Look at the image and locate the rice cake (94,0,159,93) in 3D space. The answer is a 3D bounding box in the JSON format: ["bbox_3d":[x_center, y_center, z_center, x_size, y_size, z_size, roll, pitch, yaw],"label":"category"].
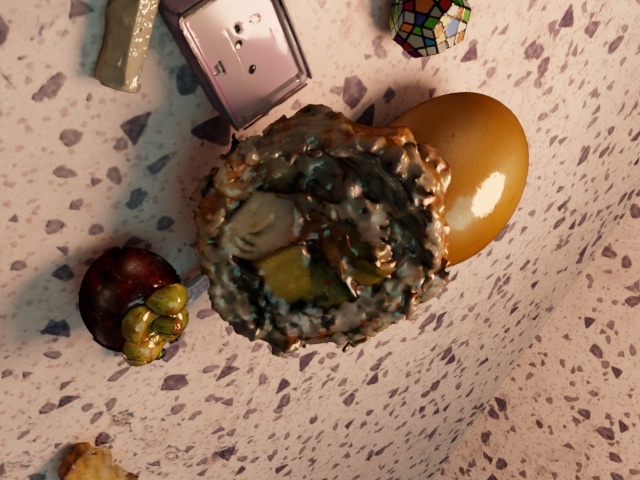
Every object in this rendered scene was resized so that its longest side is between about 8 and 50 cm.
[{"bbox_3d":[-0.212,-0.295,0.672,0.057,0.052,0.256,14,117,-17],"label":"rice cake"}]

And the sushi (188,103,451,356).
[{"bbox_3d":[-0.002,0.004,0.869,0.417,0.176,0.417,1,120,2],"label":"sushi"}]

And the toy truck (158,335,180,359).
[{"bbox_3d":[-0.295,0.154,0.999,0.111,0.076,0.077,-48,126,6],"label":"toy truck"}]

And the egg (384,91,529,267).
[{"bbox_3d":[0.216,-0.107,1.057,0.351,0.282,0.282,-52,143,3],"label":"egg"}]

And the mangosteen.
[{"bbox_3d":[-0.272,0.099,0.872,0.166,0.180,0.166,-28,133,-35],"label":"mangosteen"}]

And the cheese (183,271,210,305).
[{"bbox_3d":[-0.158,0.035,1.020,0.227,0.064,0.137,-38,141,-8],"label":"cheese"}]

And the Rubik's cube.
[{"bbox_3d":[0.172,-0.357,0.924,0.133,0.112,0.133,-25,140,-23],"label":"Rubik's cube"}]

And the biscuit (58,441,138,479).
[{"bbox_3d":[-0.449,0.451,1.135,0.118,0.061,0.183,-33,139,-14],"label":"biscuit"}]

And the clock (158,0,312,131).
[{"bbox_3d":[-0.106,-0.264,0.780,0.145,0.073,0.193,-38,143,-10],"label":"clock"}]
